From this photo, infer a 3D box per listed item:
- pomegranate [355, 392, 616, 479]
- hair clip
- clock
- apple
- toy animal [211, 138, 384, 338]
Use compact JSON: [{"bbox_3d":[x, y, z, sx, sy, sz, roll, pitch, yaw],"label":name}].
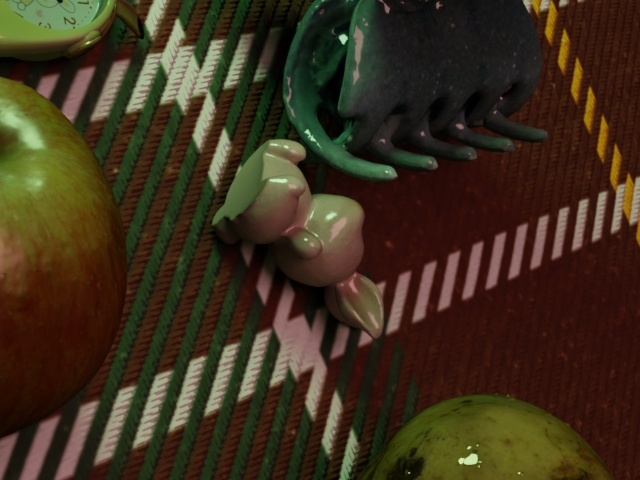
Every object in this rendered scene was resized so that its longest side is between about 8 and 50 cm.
[{"bbox_3d":[0.152,0.272,1.207,0.281,0.281,0.281,14,64,-32],"label":"pomegranate"},{"bbox_3d":[0.101,-0.207,1.371,0.318,0.392,0.239,-18,110,-41],"label":"hair clip"},{"bbox_3d":[-0.263,-0.244,1.238,0.232,0.069,0.170,-1,73,-39],"label":"clock"},{"bbox_3d":[-0.282,-0.003,1.011,0.309,0.250,0.277,52,51,-5],"label":"apple"},{"bbox_3d":[0.002,-0.001,1.317,0.212,0.124,0.124,40,53,-26],"label":"toy animal"}]
